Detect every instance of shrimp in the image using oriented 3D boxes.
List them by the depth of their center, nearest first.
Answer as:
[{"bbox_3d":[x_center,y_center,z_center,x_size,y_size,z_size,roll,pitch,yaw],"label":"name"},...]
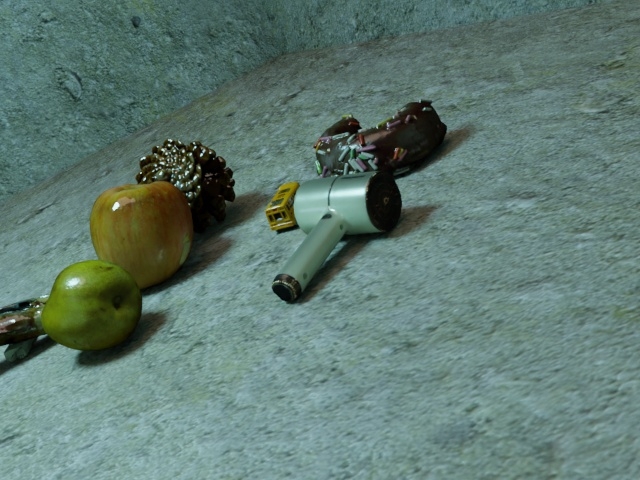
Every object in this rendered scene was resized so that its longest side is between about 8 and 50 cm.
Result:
[{"bbox_3d":[-0.703,0.180,1.767,0.365,0.071,0.233,-14,15,-22],"label":"shrimp"}]

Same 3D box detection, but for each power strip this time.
[{"bbox_3d":[-0.686,0.230,1.767,0.047,0.030,0.191,-21,21,4],"label":"power strip"}]

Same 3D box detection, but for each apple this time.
[{"bbox_3d":[-0.417,-0.013,1.806,0.242,0.241,0.242,-8,13,2],"label":"apple"}]

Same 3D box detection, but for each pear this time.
[{"bbox_3d":[-0.466,0.134,1.575,0.200,0.200,0.200,-20,22,8],"label":"pear"}]

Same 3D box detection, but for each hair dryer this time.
[{"bbox_3d":[0.000,0.000,1.529,0.203,0.128,0.362,-3,37,40],"label":"hair dryer"}]

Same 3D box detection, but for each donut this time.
[{"bbox_3d":[0.120,-0.236,1.909,0.345,0.136,0.259,-7,24,39],"label":"donut"}]

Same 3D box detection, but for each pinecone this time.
[{"bbox_3d":[-0.336,-0.135,1.996,0.264,0.264,0.264,-20,22,8],"label":"pinecone"}]

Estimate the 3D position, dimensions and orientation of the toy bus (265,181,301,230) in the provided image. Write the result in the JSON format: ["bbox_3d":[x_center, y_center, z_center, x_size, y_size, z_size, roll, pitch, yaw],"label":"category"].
[{"bbox_3d":[-0.076,-0.087,1.833,0.069,0.074,0.162,-15,24,24],"label":"toy bus"}]
